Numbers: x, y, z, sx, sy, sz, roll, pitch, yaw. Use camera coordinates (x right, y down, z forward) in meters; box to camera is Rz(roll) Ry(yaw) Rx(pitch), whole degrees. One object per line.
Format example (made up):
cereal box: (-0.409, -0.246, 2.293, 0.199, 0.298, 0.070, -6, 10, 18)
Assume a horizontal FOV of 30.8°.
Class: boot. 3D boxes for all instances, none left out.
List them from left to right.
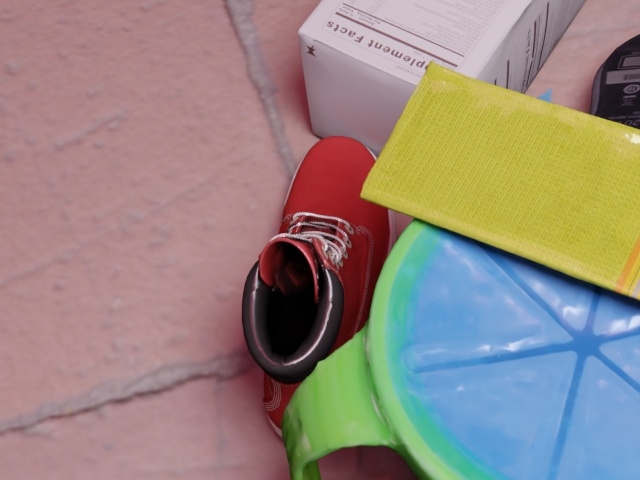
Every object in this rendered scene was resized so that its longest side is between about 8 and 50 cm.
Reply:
boot: (0.000, 0.000, 0.797, 0.088, 0.176, 0.244, 2, 60, 9)

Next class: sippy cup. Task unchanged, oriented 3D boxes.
sippy cup: (0.149, 0.102, 0.697, 0.306, 0.224, 0.240, 19, 63, 16)

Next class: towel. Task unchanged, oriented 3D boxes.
towel: (0.148, -0.025, 0.630, 0.237, 0.021, 0.102, 21, 63, 18)

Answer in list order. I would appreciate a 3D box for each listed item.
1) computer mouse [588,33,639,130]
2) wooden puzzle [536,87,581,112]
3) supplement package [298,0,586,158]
computer mouse: (0.241, -0.066, 0.843, 0.189, 0.072, 0.272, 1, 38, 33)
wooden puzzle: (0.187, -0.066, 0.907, 0.079, 0.014, 0.116, -27, 62, -10)
supplement package: (0.106, -0.180, 0.909, 0.139, 0.134, 0.244, 28, 67, 19)
